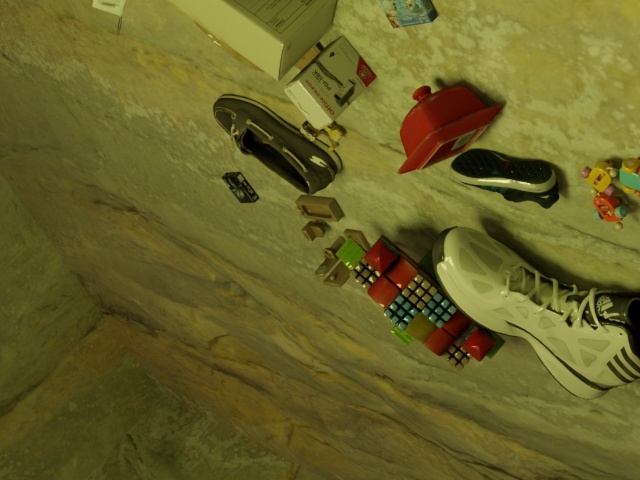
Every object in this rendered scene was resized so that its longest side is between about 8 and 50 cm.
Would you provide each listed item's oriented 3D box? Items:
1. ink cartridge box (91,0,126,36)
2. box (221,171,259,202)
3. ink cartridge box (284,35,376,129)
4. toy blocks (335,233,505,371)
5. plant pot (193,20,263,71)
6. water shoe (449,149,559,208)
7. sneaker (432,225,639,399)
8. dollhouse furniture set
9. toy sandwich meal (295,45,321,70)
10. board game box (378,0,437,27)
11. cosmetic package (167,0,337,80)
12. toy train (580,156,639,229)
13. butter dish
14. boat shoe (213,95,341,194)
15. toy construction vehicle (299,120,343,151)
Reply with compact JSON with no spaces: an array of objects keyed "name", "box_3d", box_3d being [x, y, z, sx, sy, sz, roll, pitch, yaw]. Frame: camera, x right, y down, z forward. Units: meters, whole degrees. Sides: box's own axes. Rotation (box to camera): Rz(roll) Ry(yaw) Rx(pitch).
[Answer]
[{"name":"ink cartridge box","box_3d":[-0.331,-0.547,1.703,0.072,0.304,0.307,8,160,-19]},{"name":"box","box_3d":[-0.192,-0.127,2.454,0.067,0.018,0.083,1,133,53]},{"name":"ink cartridge box","box_3d":[0.017,-0.276,1.795,0.099,0.135,0.056,48,153,-14]},{"name":"toy blocks","box_3d":[0.194,0.122,1.979,0.381,0.191,0.261,41,-174,2]},{"name":"plant pot","box_3d":[-0.169,-0.409,1.921,0.236,0.032,0.236,37,168,10]},{"name":"water shoe","box_3d":[0.309,-0.096,1.741,0.203,0.073,0.080,17,147,42]},{"name":"sneaker","box_3d":[0.427,0.093,1.816,0.447,0.169,0.257,38,146,-9]},{"name":"dollhouse furniture set","box_3d":[0.000,0.000,2.261,0.144,0.123,0.151,9,139,49]},{"name":"toy sandwich meal","box_3d":[-0.028,-0.345,1.879,0.085,0.029,0.085,22,143,17]},{"name":"board game box","box_3d":[0.129,-0.380,1.612,0.090,0.020,0.090,4,134,52]},{"name":"cosmetic package","box_3d":[-0.140,-0.433,1.748,0.309,0.160,0.113,38,155,10]},{"name":"toy train","box_3d":[0.473,-0.080,1.574,0.125,0.046,0.166,48,157,-14]},{"name":"butter dish","box_3d":[0.192,-0.202,1.687,0.118,0.160,0.160,62,156,13]},{"name":"boat shoe","box_3d":[-0.113,-0.202,2.138,0.335,0.095,0.112,30,152,24]},{"name":"toy construction vehicle","box_3d":[0.001,-0.227,2.020,0.098,0.035,0.086,38,143,2]}]
